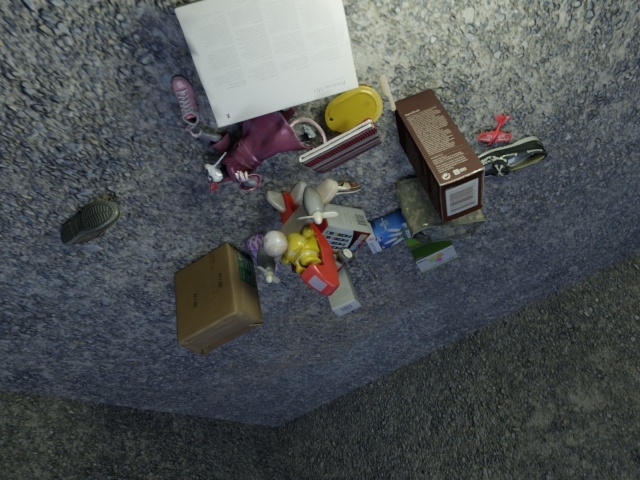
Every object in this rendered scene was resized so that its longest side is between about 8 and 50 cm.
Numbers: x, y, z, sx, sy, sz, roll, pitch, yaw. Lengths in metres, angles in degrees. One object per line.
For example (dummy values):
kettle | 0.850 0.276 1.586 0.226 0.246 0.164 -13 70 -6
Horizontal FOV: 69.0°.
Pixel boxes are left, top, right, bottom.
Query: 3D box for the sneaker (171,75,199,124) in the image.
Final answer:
sneaker | -0.362 -0.373 1.262 0.051 0.070 0.134 -14 143 -1

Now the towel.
towel | 0.067 -0.284 1.437 0.237 0.037 0.329 -27 178 11

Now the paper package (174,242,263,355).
paper package | -0.404 0.229 1.825 0.309 0.325 0.168 -29 142 17

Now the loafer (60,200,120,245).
loafer | -0.742 -0.058 1.526 0.251 0.094 0.087 -22 170 22

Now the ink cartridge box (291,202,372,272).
ink cartridge box | 0.000 0.000 1.854 0.272 0.130 0.309 8 137 -29

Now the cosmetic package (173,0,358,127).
cosmetic package | -0.120 -0.470 1.138 0.377 0.097 0.284 -16 122 -1

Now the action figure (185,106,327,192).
action figure | -0.212 -0.280 1.395 0.370 0.248 0.276 -36 169 26

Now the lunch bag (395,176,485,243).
lunch bag | 0.438 -0.122 1.768 0.287 0.235 0.169 -5 154 -11

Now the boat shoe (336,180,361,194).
boat shoe | 0.083 -0.194 1.703 0.137 0.049 0.043 -9 104 -10

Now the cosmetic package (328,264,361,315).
cosmetic package | 0.085 0.205 2.072 0.117 0.231 0.085 -26 143 13

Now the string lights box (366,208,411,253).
string lights box | 0.314 -0.052 1.956 0.260 0.076 0.133 -24 145 10

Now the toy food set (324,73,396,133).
toy food set | 0.116 -0.409 1.400 0.218 0.071 0.128 -23 123 19

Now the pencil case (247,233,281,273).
pencil case | -0.228 0.060 1.876 0.086 0.088 0.206 -21 143 2

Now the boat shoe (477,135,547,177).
boat shoe | 0.705 -0.299 1.775 0.302 0.091 0.114 -25 144 11

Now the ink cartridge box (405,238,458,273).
ink cartridge box | 0.500 0.027 2.122 0.189 0.097 0.255 -27 144 13

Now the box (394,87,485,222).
box | 0.358 -0.266 1.432 0.143 0.381 0.191 -22 145 3

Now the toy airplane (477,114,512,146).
toy airplane | 0.634 -0.395 1.673 0.151 0.028 0.151 -12 144 -9

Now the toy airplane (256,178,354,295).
toy airplane | -0.095 -0.024 1.582 0.272 0.384 0.386 -11 106 -47
